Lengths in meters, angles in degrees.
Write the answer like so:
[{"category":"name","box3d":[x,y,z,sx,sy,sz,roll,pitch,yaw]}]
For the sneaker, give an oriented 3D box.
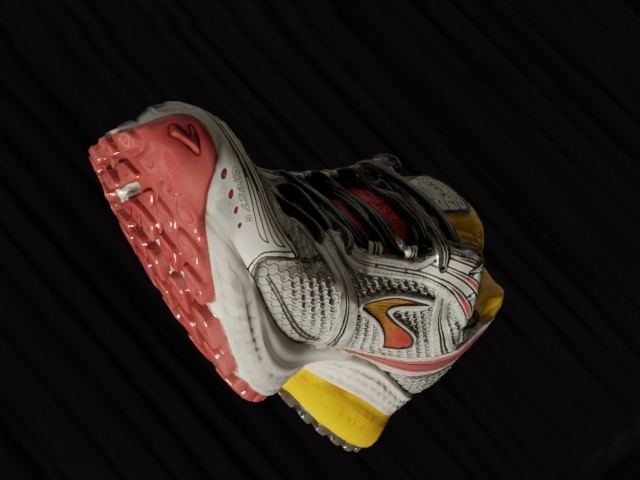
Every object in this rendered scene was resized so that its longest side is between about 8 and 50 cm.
[{"category":"sneaker","box3d":[0.000,0.000,0.487,0.092,0.088,0.225,-38,157,6]}]
